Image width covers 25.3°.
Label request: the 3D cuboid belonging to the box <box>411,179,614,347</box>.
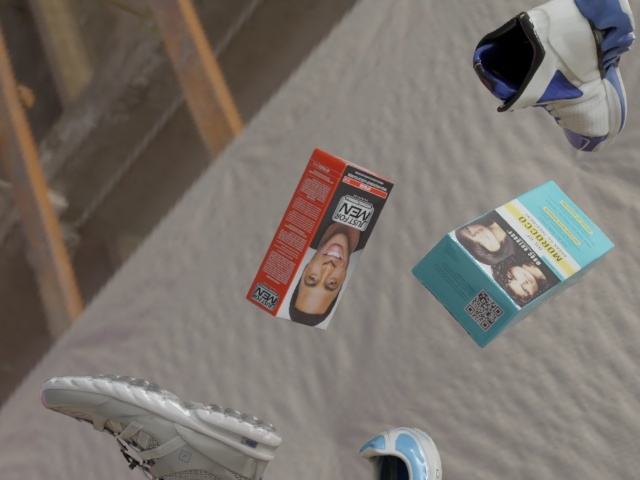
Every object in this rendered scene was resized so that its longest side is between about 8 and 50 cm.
[{"bbox_3d":[0.195,0.017,1.404,0.100,0.244,0.060,48,-57,12],"label":"box"}]

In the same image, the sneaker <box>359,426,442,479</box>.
[{"bbox_3d":[0.086,0.301,1.383,0.085,0.086,0.237,-23,-105,53],"label":"sneaker"}]

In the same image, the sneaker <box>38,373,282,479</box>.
[{"bbox_3d":[-0.191,0.225,1.607,0.281,0.105,0.115,17,-91,7],"label":"sneaker"}]

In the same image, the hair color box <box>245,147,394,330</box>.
[{"bbox_3d":[0.000,0.000,1.203,0.043,0.072,0.141,30,-82,40],"label":"hair color box"}]

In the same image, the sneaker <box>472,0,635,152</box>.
[{"bbox_3d":[0.284,-0.215,1.794,0.182,0.315,0.127,-19,-116,0],"label":"sneaker"}]
